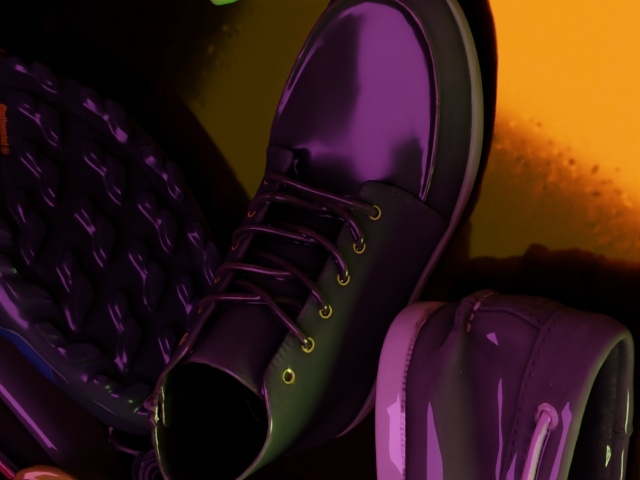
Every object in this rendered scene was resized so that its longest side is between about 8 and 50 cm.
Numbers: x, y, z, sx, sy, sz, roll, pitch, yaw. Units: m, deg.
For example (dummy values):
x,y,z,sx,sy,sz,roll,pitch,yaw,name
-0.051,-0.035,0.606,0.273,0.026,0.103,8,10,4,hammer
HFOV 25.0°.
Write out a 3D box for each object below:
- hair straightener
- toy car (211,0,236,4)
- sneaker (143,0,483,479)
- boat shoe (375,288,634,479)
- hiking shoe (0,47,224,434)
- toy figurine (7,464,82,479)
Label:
x,y,z,sx,sy,sz,roll,pitch,yaw,name
-0.093,0.118,0.700,0.230,0.047,0.089,46,118,8,hair straightener
-0.081,-0.199,0.609,0.239,0.053,0.225,-36,87,29,toy car
0.000,0.000,0.585,0.083,0.118,0.222,19,111,20,sneaker
0.088,0.187,0.597,0.095,0.112,0.335,-1,99,30,boat shoe
-0.160,-0.026,0.681,0.304,0.113,0.132,48,148,0,hiking shoe
-0.208,0.193,0.703,0.209,0.148,0.213,9,125,19,toy figurine
